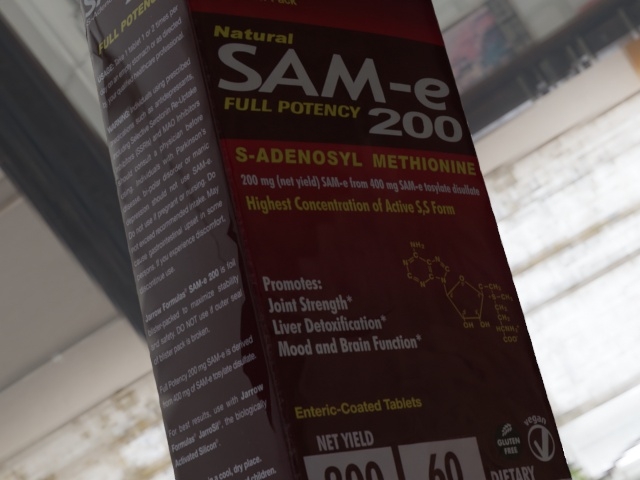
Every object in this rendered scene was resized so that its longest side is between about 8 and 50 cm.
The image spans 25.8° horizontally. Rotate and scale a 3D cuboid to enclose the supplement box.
[{"bbox_3d":[0.000,0.000,0.524,0.130,0.073,0.239,0,-112,-40],"label":"supplement box"}]
